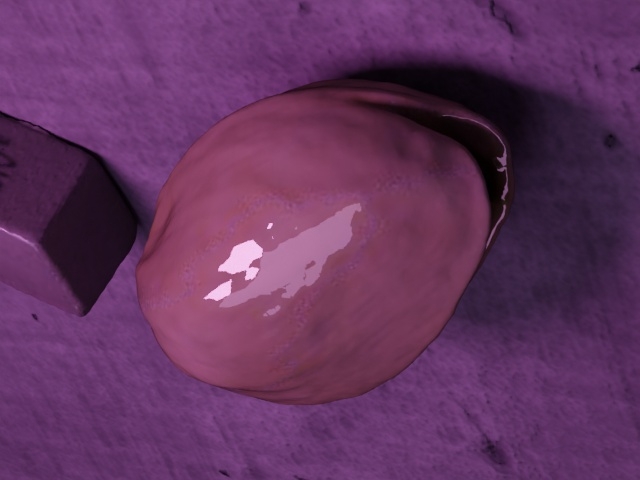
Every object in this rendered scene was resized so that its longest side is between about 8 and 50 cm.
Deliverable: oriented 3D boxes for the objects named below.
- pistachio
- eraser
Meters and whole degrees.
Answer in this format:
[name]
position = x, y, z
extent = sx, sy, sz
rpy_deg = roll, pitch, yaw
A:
[pistachio]
position = 0.000, 0.000, 1.406
extent = 0.332, 0.208, 0.226
rpy_deg = -36, 90, 34
[eraser]
position = -0.325, -0.064, 1.606
extent = 0.352, 0.111, 0.077
rpy_deg = 24, 140, 6
